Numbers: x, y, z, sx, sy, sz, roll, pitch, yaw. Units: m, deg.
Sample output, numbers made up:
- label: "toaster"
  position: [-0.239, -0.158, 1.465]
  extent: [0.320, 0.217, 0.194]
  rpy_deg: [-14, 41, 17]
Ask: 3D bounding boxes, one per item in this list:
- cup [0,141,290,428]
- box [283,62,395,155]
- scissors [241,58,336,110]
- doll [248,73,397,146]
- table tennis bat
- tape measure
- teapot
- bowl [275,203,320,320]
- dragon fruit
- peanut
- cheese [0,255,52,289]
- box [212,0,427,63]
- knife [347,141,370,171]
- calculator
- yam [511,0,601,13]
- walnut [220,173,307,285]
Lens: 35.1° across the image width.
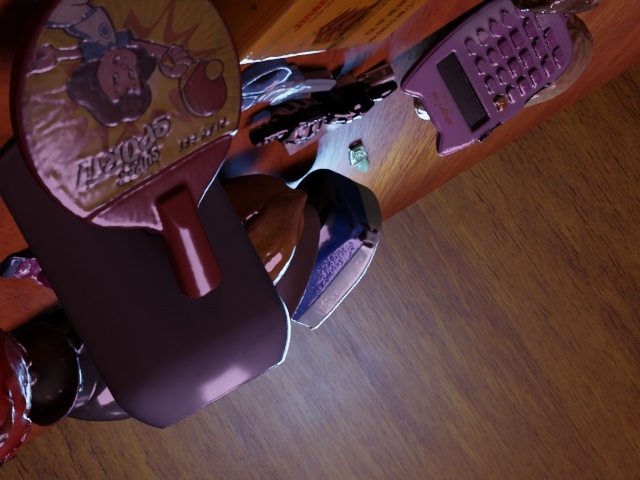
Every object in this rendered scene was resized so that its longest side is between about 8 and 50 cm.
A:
- label: "cup"
  position: [-0.171, 0.020, 1.032]
  extent: [0.205, 0.312, 0.205]
  rpy_deg: [-30, 174, -3]
- label: "box"
  position: [0.025, -0.201, 1.557]
  extent: [0.198, 0.029, 0.109]
  rpy_deg: [-31, 173, -1]
- label: "scissors"
  position: [-0.048, -0.193, 1.264]
  extent: [0.125, 0.030, 0.256]
  rpy_deg: [-33, 174, 30]
- label: "doll"
  position: [0.003, -0.184, 1.411]
  extent: [0.219, 0.067, 0.091]
  rpy_deg: [-22, -178, -20]
- label: "table tennis bat"
  position: [-0.141, -0.081, 0.832]
  extent: [0.200, 0.038, 0.310]
  rpy_deg: [-34, 130, -24]
- label: "tape measure"
  position: [0.001, 0.002, 1.923]
  extent: [0.259, 0.138, 0.262]
  rpy_deg: [-49, -156, 28]
- label: "teapot"
  position: [-0.398, 0.212, 1.766]
  extent: [0.305, 0.223, 0.285]
  rpy_deg: [-21, 172, 28]
- label: "bowl"
  position: [-0.155, 0.057, 1.810]
  extent: [0.345, 0.157, 0.345]
  rpy_deg: [-47, -153, 33]
- label: "dragon fruit"
  position: [-0.484, 0.200, 1.284]
  extent: [0.241, 0.241, 0.252]
  rpy_deg: [-35, -173, 19]
- label: "peanut"
  position: [0.310, -0.286, 1.718]
  extent: [0.340, 0.158, 0.174]
  rpy_deg: [-28, -163, -3]
- label: "cheese"
  position: [-0.356, 0.039, 1.357]
  extent: [0.145, 0.038, 0.095]
  rpy_deg: [5, 140, -42]
- label: "box"
  position: [0.032, -0.259, 0.968]
  extent: [0.174, 0.076, 0.274]
  rpy_deg: [-39, 171, 35]
- label: "knife"
  position: [0.080, -0.167, 2.096]
  extent: [0.043, 0.020, 0.293]
  rpy_deg: [-31, 173, 1]
- label: "calculator"
  position: [0.269, -0.277, 1.592]
  extent: [0.294, 0.194, 0.043]
  rpy_deg: [-36, -149, -2]
- label: "yam"
  position: [0.318, -0.366, 1.339]
  extent: [0.128, 0.129, 0.238]
  rpy_deg: [4, -168, 29]
- label: "walnut"
  position: [-0.134, 0.003, 1.585]
  extent: [0.298, 0.203, 0.203]
  rpy_deg: [-34, 173, 19]
